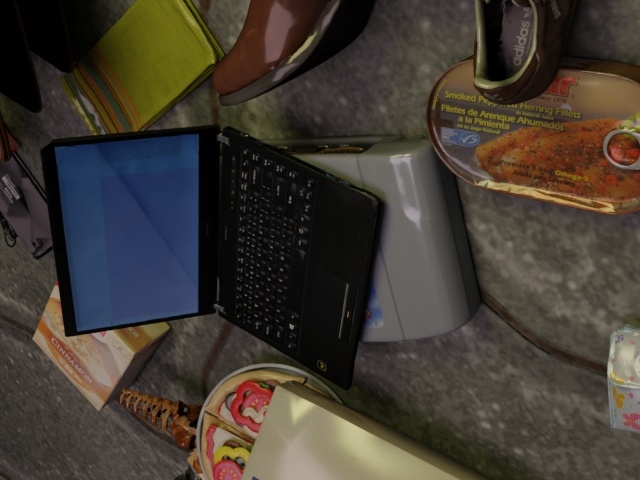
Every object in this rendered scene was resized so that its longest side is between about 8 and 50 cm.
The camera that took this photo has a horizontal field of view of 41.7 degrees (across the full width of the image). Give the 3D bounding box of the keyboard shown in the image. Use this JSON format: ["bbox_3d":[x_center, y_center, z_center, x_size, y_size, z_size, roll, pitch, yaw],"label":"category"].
[{"bbox_3d":[-0.411,-0.068,1.121,0.100,0.038,0.192,-31,96,24],"label":"keyboard"}]

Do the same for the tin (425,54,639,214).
[{"bbox_3d":[0.167,-0.082,0.609,0.189,0.040,0.106,16,132,32],"label":"tin"}]

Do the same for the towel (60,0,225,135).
[{"bbox_3d":[-0.191,-0.172,0.859,0.237,0.021,0.102,-25,101,47],"label":"towel"}]

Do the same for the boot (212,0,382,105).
[{"bbox_3d":[-0.061,-0.267,0.629,0.280,0.096,0.264,54,138,-3],"label":"boot"}]

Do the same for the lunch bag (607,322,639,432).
[{"bbox_3d":[0.261,0.108,0.650,0.071,0.053,0.083,6,113,36],"label":"lunch bag"}]

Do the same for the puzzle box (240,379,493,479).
[{"bbox_3d":[0.087,0.347,0.845,0.409,0.052,0.272,24,99,21],"label":"puzzle box"}]

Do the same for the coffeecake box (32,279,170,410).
[{"bbox_3d":[-0.296,0.123,1.121,0.142,0.068,0.185,46,137,6],"label":"coffeecake box"}]

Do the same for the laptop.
[{"bbox_3d":[-0.101,0.030,0.764,0.264,0.136,0.234,27,133,23],"label":"laptop"}]

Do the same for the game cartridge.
[{"bbox_3d":[0.000,0.000,0.797,0.297,0.062,0.198,3,116,39],"label":"game cartridge"}]

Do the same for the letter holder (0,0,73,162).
[{"bbox_3d":[-0.324,-0.253,0.773,0.214,0.152,0.302,31,143,30],"label":"letter holder"}]

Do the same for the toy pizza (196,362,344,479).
[{"bbox_3d":[-0.053,0.240,0.954,0.201,0.032,0.201,2,96,18],"label":"toy pizza"}]

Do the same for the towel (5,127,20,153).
[{"bbox_3d":[-0.431,-0.141,0.971,0.029,0.197,0.144,-20,107,14],"label":"towel"}]

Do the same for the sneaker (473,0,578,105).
[{"bbox_3d":[0.133,-0.177,0.521,0.066,0.071,0.188,14,113,30],"label":"sneaker"}]

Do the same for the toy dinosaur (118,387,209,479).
[{"bbox_3d":[-0.117,0.296,1.068,0.322,0.164,0.218,48,126,30],"label":"toy dinosaur"}]
